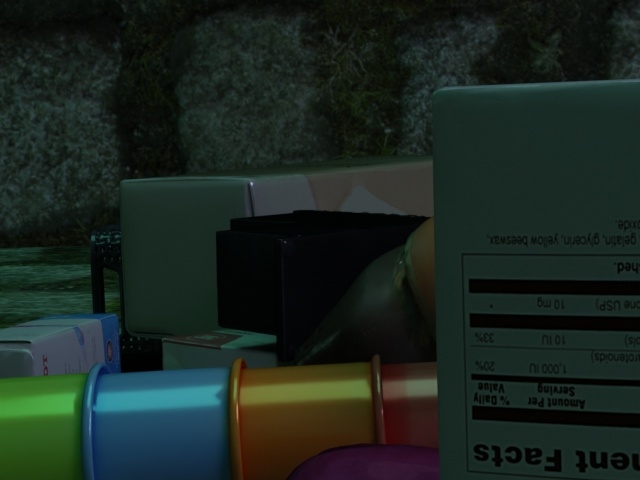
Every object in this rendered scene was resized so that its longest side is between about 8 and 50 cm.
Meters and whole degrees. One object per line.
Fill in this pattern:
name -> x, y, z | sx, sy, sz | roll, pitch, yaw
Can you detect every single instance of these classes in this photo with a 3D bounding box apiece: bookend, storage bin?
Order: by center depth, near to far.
bookend -> -0.016, 0.024, 1.012 | 0.157, 0.072, 0.156 | -7, 8, -43
storage bin -> -0.144, 0.045, 1.402 | 0.084, 0.122, 0.180 | -2, 4, 1

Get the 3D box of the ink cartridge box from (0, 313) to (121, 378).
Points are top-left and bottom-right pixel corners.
ink cartridge box -> -0.161, 0.093, 0.930 | 0.052, 0.089, 0.122 | -1, 4, 14

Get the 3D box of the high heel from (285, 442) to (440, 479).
high heel -> 0.098, 0.102, 0.590 | 0.244, 0.082, 0.117 | -13, 25, 15

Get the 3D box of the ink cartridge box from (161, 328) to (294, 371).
ink cartridge box -> 0.007, 0.089, 1.063 | 0.198, 0.067, 0.115 | -4, 5, -43

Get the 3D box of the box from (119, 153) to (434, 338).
box -> 0.000, 0.000, 1.275 | 0.148, 0.121, 0.311 | 1, 6, 38

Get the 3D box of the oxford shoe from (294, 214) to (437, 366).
oxford shoe -> 0.112, 0.062, 0.969 | 0.132, 0.130, 0.363 | -30, -25, 23

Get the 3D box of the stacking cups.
stacking cups -> -0.066, 0.099, 0.704 | 0.316, 0.096, 0.096 | -3, 4, 5

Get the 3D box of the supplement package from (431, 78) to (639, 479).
supplement package -> 0.125, 0.063, 0.378 | 0.149, 0.203, 0.194 | 0, 5, 22
